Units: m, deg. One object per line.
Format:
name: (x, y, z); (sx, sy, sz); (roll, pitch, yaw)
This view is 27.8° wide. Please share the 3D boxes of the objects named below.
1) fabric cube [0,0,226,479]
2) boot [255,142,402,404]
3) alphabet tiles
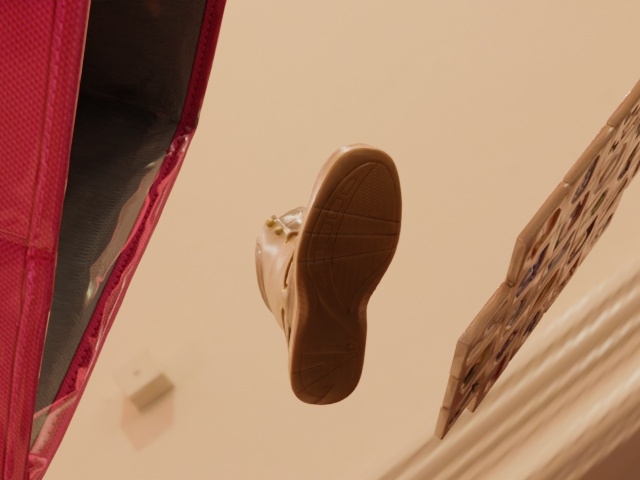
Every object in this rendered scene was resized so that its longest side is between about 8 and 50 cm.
fabric cube: (-0.173, -0.105, 0.452); (0.258, 0.254, 0.259); (16, -51, -1)
boot: (0.000, 0.000, 1.266); (0.095, 0.203, 0.262); (1, -64, -14)
alphabet tiles: (0.193, -0.008, 0.998); (0.342, 0.011, 0.285); (-50, -17, -24)
